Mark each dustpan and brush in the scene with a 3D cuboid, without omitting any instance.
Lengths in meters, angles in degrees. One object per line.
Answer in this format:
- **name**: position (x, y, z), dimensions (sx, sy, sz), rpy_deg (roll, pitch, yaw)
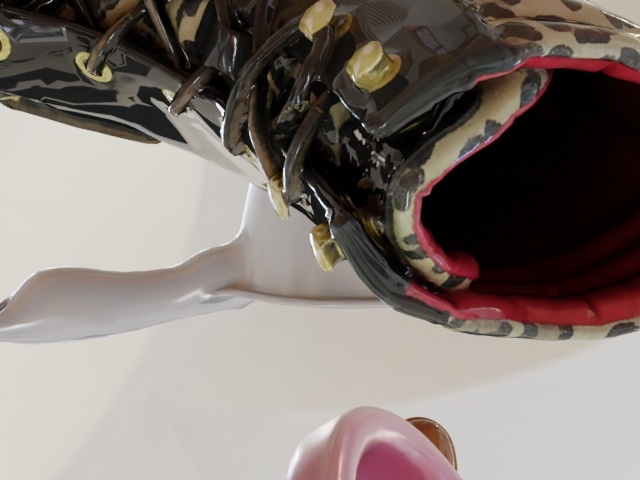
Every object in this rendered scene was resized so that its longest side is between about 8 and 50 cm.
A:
- **dustpan and brush**: position (0.000, 0.000, 0.551), dimensions (0.211, 0.060, 0.147), rpy_deg (0, -170, -13)

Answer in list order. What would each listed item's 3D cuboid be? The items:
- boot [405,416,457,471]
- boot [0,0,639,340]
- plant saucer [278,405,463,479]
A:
- **boot**: position (0.046, 0.182, 1.193), dimensions (0.073, 0.152, 0.197), rpy_deg (20, -114, 6)
- **boot**: position (-0.031, -0.050, 0.416), dimensions (0.236, 0.085, 0.178), rpy_deg (8, -162, -25)
- **plant saucer**: position (0.054, 0.240, 0.844), dimensions (0.084, 0.332, 0.332), rpy_deg (-26, -133, 15)
